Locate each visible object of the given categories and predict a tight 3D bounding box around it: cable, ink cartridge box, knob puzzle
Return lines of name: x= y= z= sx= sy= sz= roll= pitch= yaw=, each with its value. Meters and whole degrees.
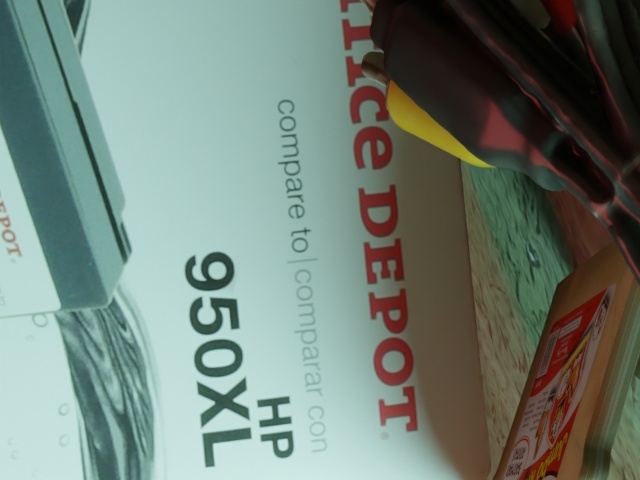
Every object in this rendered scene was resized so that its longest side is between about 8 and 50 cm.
cable: x=0.097 y=-0.035 z=0.452 sx=0.287 sy=0.072 sz=0.139 roll=49 pitch=135 yaw=37
ink cartridge box: x=-0.138 y=-0.015 z=0.687 sx=0.166 sy=0.395 sz=0.285 roll=-158 pitch=62 yaw=-80
knob puzzle: x=0.088 y=0.098 z=0.557 sx=0.213 sy=0.030 sz=0.213 roll=19 pitch=-90 yaw=-89
